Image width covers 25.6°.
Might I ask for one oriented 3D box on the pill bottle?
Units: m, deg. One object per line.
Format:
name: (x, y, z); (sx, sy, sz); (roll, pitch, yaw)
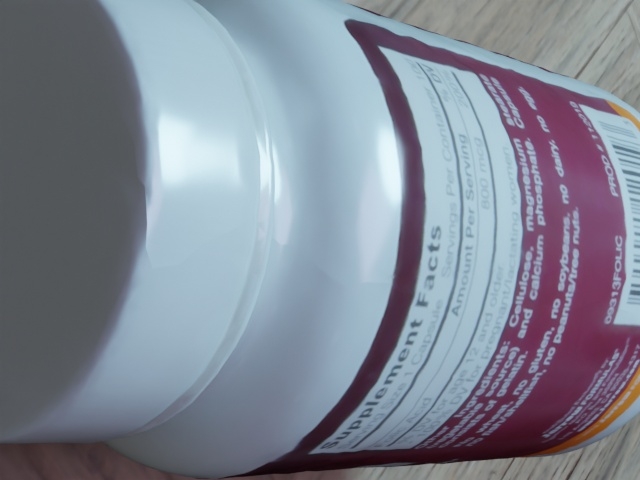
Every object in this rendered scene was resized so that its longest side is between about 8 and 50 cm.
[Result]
pill bottle: (0.000, 0.000, 0.679); (0.392, 0.224, 0.224); (8, 86, -48)
